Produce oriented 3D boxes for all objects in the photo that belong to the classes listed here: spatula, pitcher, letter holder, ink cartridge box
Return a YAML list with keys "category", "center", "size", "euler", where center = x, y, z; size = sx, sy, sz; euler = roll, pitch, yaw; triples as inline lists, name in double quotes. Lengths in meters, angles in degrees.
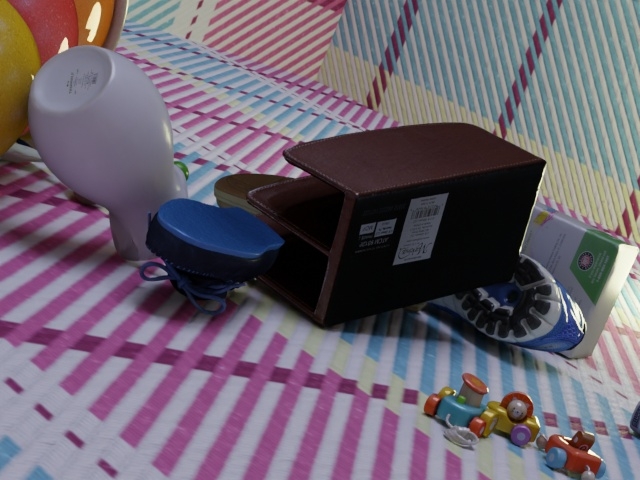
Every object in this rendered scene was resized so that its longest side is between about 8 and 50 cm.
- category: "spatula"
  center: [-0.431, -0.129, 2.002]
  size: [0.242, 0.019, 0.168]
  euler: [13, 14, -46]
- category: "pitcher"
  center: [-0.194, -0.107, 1.721]
  size: [0.125, 0.177, 0.207]
  euler: [-12, -38, 13]
- category: "letter holder"
  center: [0.054, -0.045, 1.944]
  size: [0.302, 0.152, 0.214]
  euler: [-11, 34, -44]
- category: "ink cartridge box"
  center: [0.265, 0.034, 2.257]
  size: [0.212, 0.154, 0.093]
  euler: [26, 10, 24]

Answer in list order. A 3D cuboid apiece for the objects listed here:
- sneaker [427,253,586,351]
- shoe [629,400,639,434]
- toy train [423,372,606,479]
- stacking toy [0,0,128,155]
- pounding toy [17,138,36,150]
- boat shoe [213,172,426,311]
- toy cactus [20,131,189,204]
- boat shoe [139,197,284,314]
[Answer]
- category: "sneaker"
  center: [0.188, 0.053, 2.163]
  size: [0.147, 0.129, 0.330]
  euler: [33, 2, -44]
- category: "shoe"
  center: [0.407, 0.197, 1.952]
  size: [0.081, 0.063, 0.178]
  euler: [29, 17, 30]
- category: "toy train"
  center: [0.178, 0.165, 1.633]
  size: [0.166, 0.046, 0.125]
  euler: [18, 10, -26]
- category: "stacking toy"
  center: [-0.376, -0.171, 1.716]
  size: [0.351, 0.350, 0.480]
  euler: [20, 30, -11]
- category: "pounding toy"
  center: [-0.326, -0.151, 2.173]
  size: [0.206, 0.094, 0.181]
  euler: [40, 2, -20]
- category: "boat shoe"
  center: [0.000, 0.000, 2.106]
  size: [0.285, 0.089, 0.104]
  euler: [22, 28, 18]
- category: "toy cactus"
  center: [-0.255, -0.097, 2.017]
  size: [0.219, 0.112, 0.180]
  euler: [37, 27, -19]
- category: "boat shoe"
  center: [-0.100, 0.024, 1.698]
  size: [0.109, 0.089, 0.258]
  euler: [39, 9, 19]
